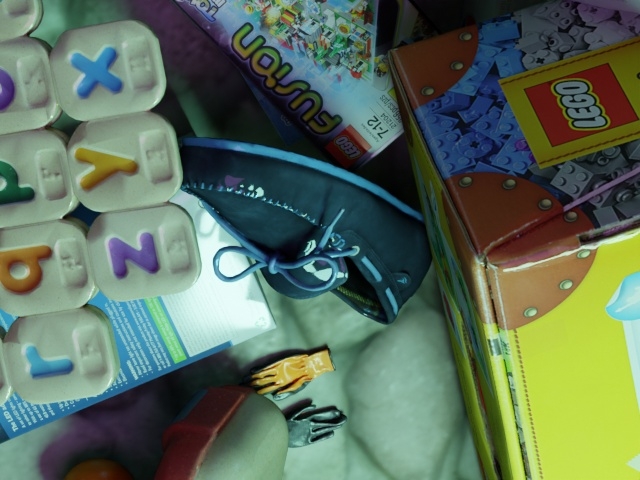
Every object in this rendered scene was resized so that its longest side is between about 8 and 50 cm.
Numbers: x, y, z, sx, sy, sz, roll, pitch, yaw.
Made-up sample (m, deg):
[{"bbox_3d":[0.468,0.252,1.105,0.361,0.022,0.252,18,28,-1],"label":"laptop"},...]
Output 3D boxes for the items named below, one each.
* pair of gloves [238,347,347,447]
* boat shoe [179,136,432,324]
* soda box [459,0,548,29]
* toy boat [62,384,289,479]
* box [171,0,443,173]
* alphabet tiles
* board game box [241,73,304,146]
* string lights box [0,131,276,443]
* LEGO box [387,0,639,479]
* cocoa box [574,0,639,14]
[{"bbox_3d":[-0.020,0.121,1.404,0.074,0.010,0.083,-15,122,-6],"label":"pair of gloves"},{"bbox_3d":[0.000,0.000,1.232,0.258,0.109,0.089,22,82,-47],"label":"boat shoe"},{"bbox_3d":[0.132,-0.100,1.283,0.074,0.069,0.216,-1,118,-13],"label":"soda box"},{"bbox_3d":[-0.120,0.205,1.371,0.151,0.151,0.231,18,119,13],"label":"toy boat"},{"bbox_3d":[-0.009,-0.147,1.218,0.114,0.036,0.207,-41,117,10],"label":"box"},{"bbox_3d":[-0.216,-0.034,1.175,0.278,0.021,0.284,-9,97,15],"label":"alphabet tiles"},{"bbox_3d":[-0.006,-0.121,1.266,0.090,0.020,0.090,-30,122,4],"label":"board game box"},{"bbox_3d":[-0.177,0.043,1.283,0.260,0.077,0.133,-22,121,-1],"label":"string lights box"},{"bbox_3d":[0.281,0.057,1.261,0.372,0.193,0.500,-17,136,-2],"label":"LEGO box"},{"bbox_3d":[0.283,-0.305,1.049,0.347,0.231,0.228,-38,122,-19],"label":"cocoa box"}]
